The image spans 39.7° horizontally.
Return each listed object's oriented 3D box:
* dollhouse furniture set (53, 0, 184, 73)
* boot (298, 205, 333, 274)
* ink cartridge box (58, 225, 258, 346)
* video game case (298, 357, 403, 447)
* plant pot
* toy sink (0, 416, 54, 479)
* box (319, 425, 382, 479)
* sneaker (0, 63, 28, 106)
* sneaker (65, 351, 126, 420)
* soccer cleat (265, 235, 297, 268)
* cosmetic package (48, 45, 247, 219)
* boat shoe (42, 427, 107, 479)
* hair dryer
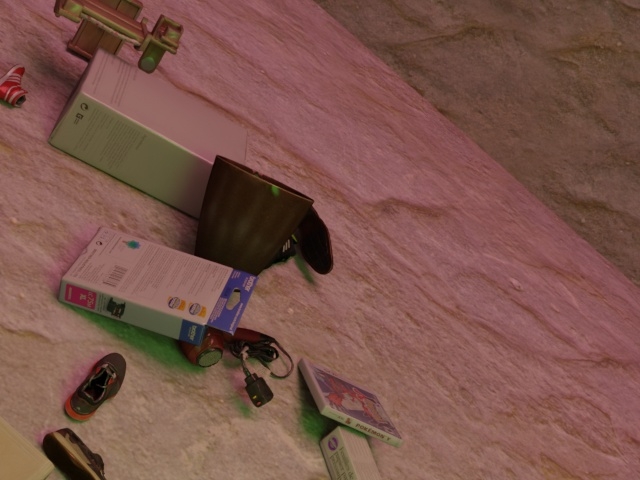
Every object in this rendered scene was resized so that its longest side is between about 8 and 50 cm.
[{"bbox_3d":[-0.455,-0.424,1.950,0.303,0.174,0.355,25,19,-25],"label":"dollhouse furniture set"},{"bbox_3d":[0.000,0.000,2.073,0.106,0.082,0.219,37,26,-53],"label":"boot"},{"bbox_3d":[-0.282,0.085,1.579,0.311,0.065,0.186,16,32,2],"label":"ink cartridge box"},{"bbox_3d":[0.056,0.314,1.735,0.183,0.023,0.201,28,11,-22],"label":"video game case"},{"bbox_3d":[-0.157,-0.021,1.768,0.215,0.230,0.215,25,5,-2],"label":"plant pot"},{"bbox_3d":[-0.462,0.332,1.057,0.131,0.153,0.234,42,31,0],"label":"toy sink"},{"bbox_3d":[0.087,0.485,1.578,0.067,0.063,0.324,15,39,-40],"label":"box"},{"bbox_3d":[-0.623,-0.317,1.825,0.067,0.042,0.118,32,39,-9],"label":"sneaker"},{"bbox_3d":[-0.345,0.224,1.418,0.061,0.065,0.158,37,30,-7],"label":"sneaker"},{"bbox_3d":[-0.091,0.023,1.986,0.072,0.060,0.179,49,28,-13],"label":"soccer cleat"},{"bbox_3d":[-0.354,-0.222,1.905,0.385,0.156,0.217,30,32,-21],"label":"cosmetic package"},{"bbox_3d":[-0.339,0.332,1.294,0.152,0.056,0.049,47,35,9],"label":"boat shoe"},{"bbox_3d":[-0.187,0.186,1.672,0.293,0.080,0.223,46,14,-2],"label":"hair dryer"}]
